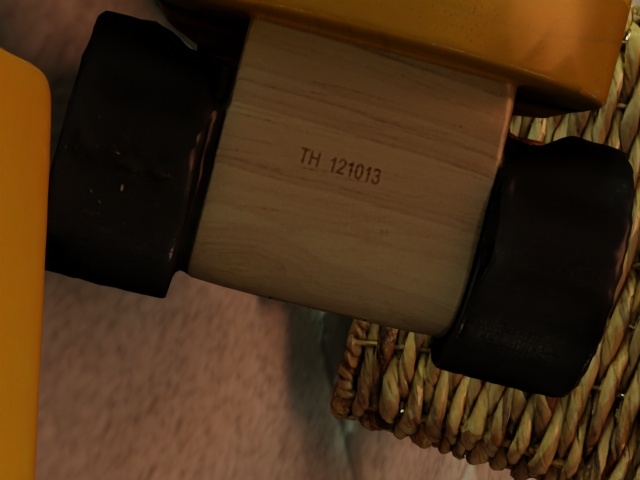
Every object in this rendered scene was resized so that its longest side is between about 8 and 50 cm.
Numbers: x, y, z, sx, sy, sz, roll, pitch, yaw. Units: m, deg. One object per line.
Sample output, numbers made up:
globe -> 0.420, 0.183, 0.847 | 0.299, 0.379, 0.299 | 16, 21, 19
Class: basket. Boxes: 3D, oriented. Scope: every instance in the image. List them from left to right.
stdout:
basket -> 0.162, -0.002, 0.988 | 0.213, 0.223, 0.299 | -13, 118, -76

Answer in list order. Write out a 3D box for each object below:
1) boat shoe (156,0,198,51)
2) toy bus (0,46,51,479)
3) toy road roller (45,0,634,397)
boat shoe -> -0.043, -0.189, 0.786 | 0.340, 0.127, 0.113 | 47, 55, -42
toy bus -> -0.158, 0.107, 0.448 | 0.108, 0.130, 0.333 | 27, 61, -63
toy road roller -> 0.022, -0.087, 0.636 | 0.329, 0.202, 0.241 | -135, -121, -86
